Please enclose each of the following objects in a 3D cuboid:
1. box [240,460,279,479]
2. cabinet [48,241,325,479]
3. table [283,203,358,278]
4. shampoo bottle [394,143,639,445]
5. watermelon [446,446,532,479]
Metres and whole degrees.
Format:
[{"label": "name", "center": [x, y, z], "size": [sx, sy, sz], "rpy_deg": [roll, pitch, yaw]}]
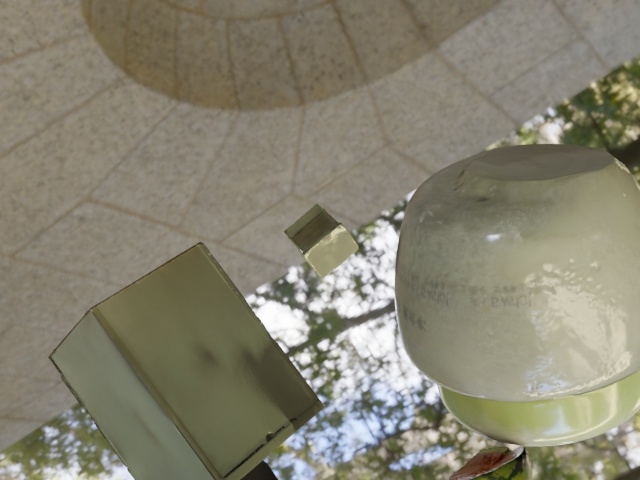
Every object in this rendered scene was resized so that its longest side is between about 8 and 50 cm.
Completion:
[{"label": "box", "center": [-0.108, 0.390, 1.140], "size": [0.212, 0.201, 0.042], "rpy_deg": [54, 157, 19]}, {"label": "cabinet", "center": [-0.137, 0.142, 0.928], "size": [0.145, 0.150, 0.206], "rpy_deg": [-34, -95, -40]}, {"label": "table", "center": [0.000, 0.000, 1.457], "size": [0.062, 0.079, 0.083], "rpy_deg": [54, 175, -37]}, {"label": "shampoo bottle", "center": [0.244, 0.051, 1.093], "size": [0.322, 0.322, 0.317], "rpy_deg": [-66, -37, -63]}, {"label": "watermelon", "center": [0.199, 0.258, 1.024], "size": [0.087, 0.069, 0.163], "rpy_deg": [36, -159, 19]}]
